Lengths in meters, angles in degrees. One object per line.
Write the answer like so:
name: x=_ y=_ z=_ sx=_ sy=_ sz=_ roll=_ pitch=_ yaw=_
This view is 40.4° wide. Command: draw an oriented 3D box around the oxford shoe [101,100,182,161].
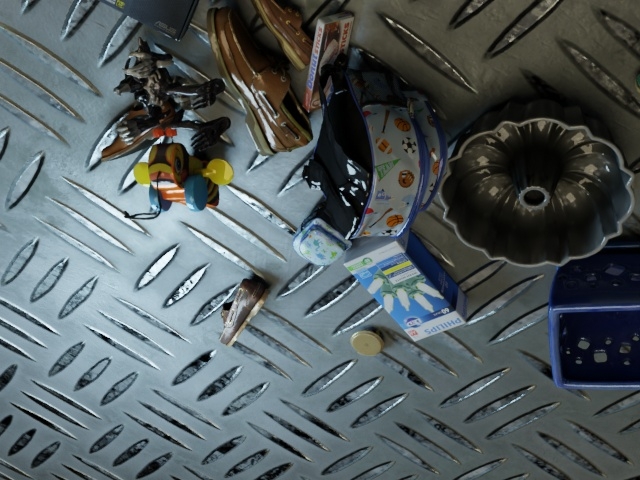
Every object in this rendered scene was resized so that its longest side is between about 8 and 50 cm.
oxford shoe: x=-0.356 y=-0.213 z=1.678 sx=0.212 sy=0.076 sz=0.076 roll=-26 pitch=94 yaw=31

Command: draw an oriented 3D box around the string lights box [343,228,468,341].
string lights box: x=0.179 y=0.084 z=1.787 sx=0.133 sy=0.077 sz=0.260 roll=-25 pitch=121 yaw=31

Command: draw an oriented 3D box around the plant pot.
plant pot: x=0.552 y=0.129 z=1.633 sx=0.235 sy=0.212 sz=0.236 roll=-2 pitch=130 yaw=17

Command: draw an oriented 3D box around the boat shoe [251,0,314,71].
boat shoe: x=-0.061 y=-0.367 z=1.453 sx=0.060 sy=0.064 sz=0.178 roll=-36 pitch=121 yaw=3

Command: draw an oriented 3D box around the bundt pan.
bundt pan: x=0.376 y=-0.110 z=1.521 sx=0.330 sy=0.124 sz=0.331 roll=8 pitch=133 yaw=9

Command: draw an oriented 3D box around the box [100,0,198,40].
box: x=-0.300 y=-0.460 z=1.426 sx=0.232 sy=0.059 sz=0.183 roll=26 pitch=132 yaw=-10

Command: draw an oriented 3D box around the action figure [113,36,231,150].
action figure: x=-0.284 y=-0.252 z=1.495 sx=0.275 sy=0.141 sz=0.164 roll=24 pitch=124 yaw=38

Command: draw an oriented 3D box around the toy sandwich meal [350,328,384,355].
toy sandwich meal: x=0.108 y=0.230 z=1.978 sx=0.085 sy=0.029 sz=0.086 roll=8 pitch=129 yaw=10

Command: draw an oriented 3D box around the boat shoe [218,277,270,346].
boat shoe: x=-0.188 y=0.160 z=1.967 sx=0.073 sy=0.073 sz=0.207 roll=28 pitch=126 yaw=-9

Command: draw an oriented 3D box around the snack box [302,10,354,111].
snack box: x=0.012 y=-0.304 z=1.485 sx=0.022 sy=0.064 sz=0.178 roll=46 pitch=143 yaw=30

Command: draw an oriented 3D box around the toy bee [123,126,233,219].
toy bee: x=-0.260 y=-0.130 z=1.622 sx=0.195 sy=0.298 sz=0.162 roll=-2 pitch=96 yaw=-5

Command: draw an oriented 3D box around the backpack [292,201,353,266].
backpack: x=0.000 y=0.000 z=1.754 sx=0.105 sy=0.084 sz=0.114 roll=36 pitch=134 yaw=-15

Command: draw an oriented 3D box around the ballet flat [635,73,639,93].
ballet flat: x=0.584 y=-0.271 z=1.374 sx=0.168 sy=0.057 sz=0.052 roll=-16 pitch=154 yaw=32

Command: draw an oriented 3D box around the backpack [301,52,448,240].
backpack: x=0.093 y=-0.132 z=1.482 sx=0.213 sy=0.263 sz=0.277 roll=0 pitch=136 yaw=-10

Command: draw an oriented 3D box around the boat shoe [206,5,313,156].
boat shoe: x=-0.099 y=-0.283 z=1.514 sx=0.104 sy=0.111 sz=0.307 roll=-9 pitch=138 yaw=17
